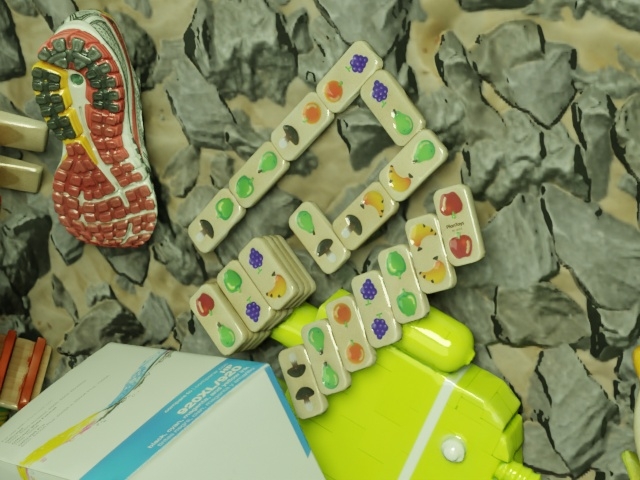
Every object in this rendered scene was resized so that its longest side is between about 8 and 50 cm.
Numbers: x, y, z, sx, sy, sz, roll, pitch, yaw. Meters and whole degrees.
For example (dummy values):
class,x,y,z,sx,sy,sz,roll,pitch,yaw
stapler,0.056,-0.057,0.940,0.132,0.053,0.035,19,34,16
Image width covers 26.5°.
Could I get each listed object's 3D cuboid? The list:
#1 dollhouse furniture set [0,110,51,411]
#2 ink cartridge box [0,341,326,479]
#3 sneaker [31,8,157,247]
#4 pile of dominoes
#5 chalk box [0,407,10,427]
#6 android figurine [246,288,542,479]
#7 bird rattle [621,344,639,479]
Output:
class,x,y,z,sx,sy,sz,roll,pitch,yaw
dollhouse furniture set,-0.291,0.054,1.155,0.135,0.262,0.259,15,150,-9
ink cartridge box,-0.135,0.203,1.114,0.232,0.168,0.171,1,123,49
sneaker,-0.175,-0.088,1.127,0.088,0.093,0.225,4,128,5
pile of dominoes,0.000,0.000,1.049,0.251,0.040,0.196,-46,70,29
chalk box,-0.452,0.199,1.257,0.179,0.289,0.180,35,122,11
android figurine,0.052,0.153,1.119,0.273,0.056,0.248,32,121,15
bird rattle,0.312,0.155,0.947,0.253,0.143,0.207,-11,89,27
